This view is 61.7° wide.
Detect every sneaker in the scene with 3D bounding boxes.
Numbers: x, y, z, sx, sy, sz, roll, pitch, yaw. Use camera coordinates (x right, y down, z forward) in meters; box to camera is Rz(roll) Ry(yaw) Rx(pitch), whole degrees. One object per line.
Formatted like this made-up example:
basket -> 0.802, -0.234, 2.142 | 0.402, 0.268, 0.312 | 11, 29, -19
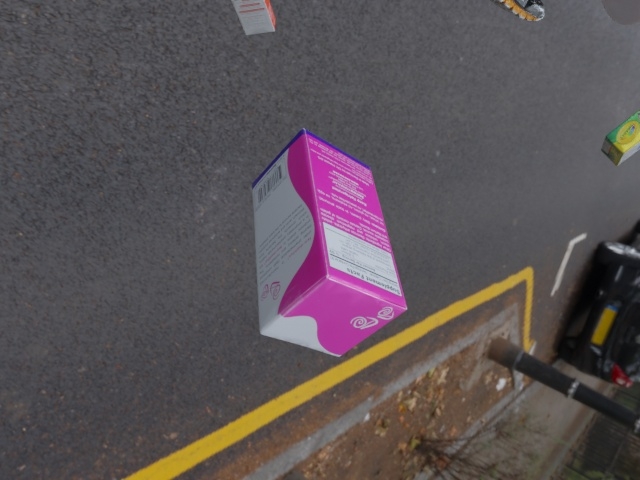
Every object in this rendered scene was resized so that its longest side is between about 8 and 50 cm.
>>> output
sneaker -> 0.286, -0.424, 0.841 | 0.215, 0.084, 0.083 | 28, 113, -25

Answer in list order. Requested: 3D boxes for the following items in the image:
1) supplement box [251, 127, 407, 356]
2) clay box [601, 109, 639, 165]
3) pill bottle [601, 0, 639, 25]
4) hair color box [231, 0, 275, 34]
supplement box -> 0.000, 0.000, 0.601 | 0.114, 0.220, 0.111 | 25, 130, -32
clay box -> 0.653, -0.244, 1.024 | 0.222, 0.053, 0.127 | -42, 162, 15
pill bottle -> 0.546, -0.399, 0.747 | 0.265, 0.153, 0.153 | -18, 131, -3
hair color box -> -0.194, -0.671, 1.532 | 0.167, 0.093, 0.053 | 64, 24, -68
